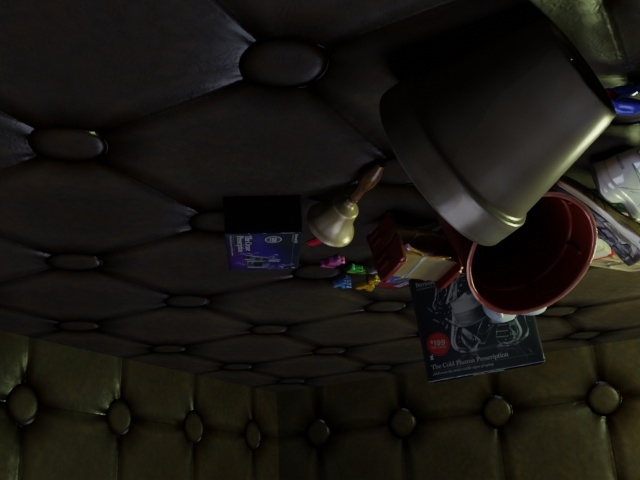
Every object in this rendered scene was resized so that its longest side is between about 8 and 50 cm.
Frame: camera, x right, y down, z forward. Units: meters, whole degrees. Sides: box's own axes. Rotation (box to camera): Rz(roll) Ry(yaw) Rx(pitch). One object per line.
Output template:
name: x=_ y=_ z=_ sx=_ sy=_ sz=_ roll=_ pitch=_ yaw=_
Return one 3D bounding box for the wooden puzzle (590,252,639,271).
wooden puzzle: x=0.858 y=0.030 z=2.115 sx=0.322 sy=0.081 sz=0.348 roll=8 pitch=174 yaw=-25

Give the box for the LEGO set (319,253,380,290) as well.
LEGO set: x=0.121 y=0.098 z=2.230 sx=0.227 sy=0.087 sz=0.093 roll=8 pitch=157 yaw=-30

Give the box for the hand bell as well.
hand bell: x=0.077 y=-0.102 z=1.718 sx=0.126 sy=0.126 sz=0.242 roll=8 pitch=143 yaw=-27

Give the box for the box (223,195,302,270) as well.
box: x=-0.141 y=-0.013 z=1.880 sx=0.184 sy=0.103 sz=0.261 roll=-4 pitch=159 yaw=-5

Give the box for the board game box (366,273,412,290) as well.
board game box: x=0.294 y=0.099 z=2.343 sx=0.281 sy=0.027 sz=0.145 roll=-21 pitch=155 yaw=38

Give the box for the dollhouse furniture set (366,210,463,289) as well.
dollhouse furniture set: x=0.303 y=-0.044 z=1.856 sx=0.201 sy=0.152 sz=0.374 roll=10 pitch=138 yaw=-30

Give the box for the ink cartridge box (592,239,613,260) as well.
ink cartridge box: x=0.649 y=0.004 z=1.922 sx=0.134 sy=0.078 sz=0.231 roll=-17 pitch=156 yaw=34

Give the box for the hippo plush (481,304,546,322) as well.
hippo plush: x=0.500 y=0.095 z=2.063 sx=0.294 sy=0.237 sz=0.234 roll=-8 pitch=159 yaw=12

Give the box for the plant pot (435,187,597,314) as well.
plant pot: x=0.376 y=-0.034 z=1.568 sx=0.272 sy=0.265 sz=0.272 roll=-7 pitch=121 yaw=-12

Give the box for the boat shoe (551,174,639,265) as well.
boat shoe: x=0.637 y=-0.042 z=1.748 sx=0.285 sy=0.103 sz=0.092 roll=35 pitch=115 yaw=-6

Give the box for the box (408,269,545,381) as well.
box: x=0.466 y=0.244 z=2.288 sx=0.343 sy=0.313 sz=0.179 roll=-13 pitch=166 yaw=11

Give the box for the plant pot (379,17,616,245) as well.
plant pot: x=0.305 y=-0.195 z=1.237 sx=0.280 sy=0.323 sz=0.323 roll=-36 pitch=145 yaw=28

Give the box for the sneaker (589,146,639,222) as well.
sneaker: x=0.726 y=-0.124 z=1.713 sx=0.129 sy=0.111 sz=0.297 roll=-32 pitch=149 yaw=35

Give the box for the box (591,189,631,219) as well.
box: x=0.663 y=-0.068 z=1.919 sx=0.220 sy=0.051 sz=0.175 roll=5 pitch=158 yaw=-19

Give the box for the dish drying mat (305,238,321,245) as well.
dish drying mat: x=0.000 y=0.000 z=2.061 sx=0.083 sy=0.008 sz=0.032 roll=-20 pitch=155 yaw=37

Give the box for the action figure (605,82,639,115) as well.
action figure: x=0.526 y=-0.234 z=1.400 sx=0.280 sy=0.091 sz=0.139 roll=-2 pitch=150 yaw=-4
